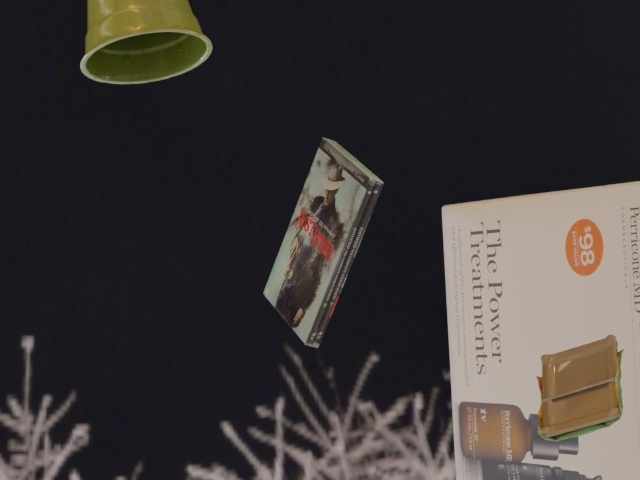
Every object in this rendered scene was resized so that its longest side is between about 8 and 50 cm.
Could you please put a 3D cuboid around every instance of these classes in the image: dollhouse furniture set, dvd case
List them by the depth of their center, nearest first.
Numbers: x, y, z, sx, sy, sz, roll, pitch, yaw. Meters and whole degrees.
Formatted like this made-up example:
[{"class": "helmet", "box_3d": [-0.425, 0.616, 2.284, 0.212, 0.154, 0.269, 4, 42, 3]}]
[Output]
[{"class": "dvd case", "box_3d": [0.000, 0.000, 1.039, 0.013, 0.087, 0.119, 15, -74, -27]}, {"class": "dollhouse furniture set", "box_3d": [0.225, 0.101, 1.063, 0.152, 0.076, 0.058, -20, -51, 24]}]

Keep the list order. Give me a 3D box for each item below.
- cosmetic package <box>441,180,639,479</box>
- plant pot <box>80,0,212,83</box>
[{"class": "cosmetic package", "box_3d": [0.226, 0.145, 1.312, 0.097, 0.284, 0.377, -2, -93, -33]}, {"class": "plant pot", "box_3d": [-0.116, -0.151, 0.987, 0.083, 0.079, 0.083, -11, -15, -3]}]
